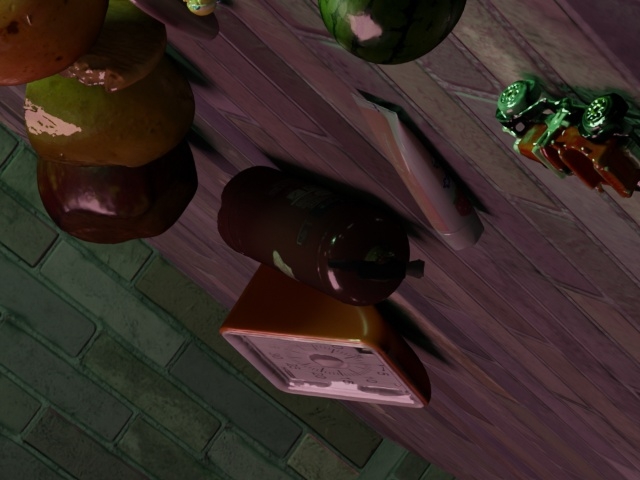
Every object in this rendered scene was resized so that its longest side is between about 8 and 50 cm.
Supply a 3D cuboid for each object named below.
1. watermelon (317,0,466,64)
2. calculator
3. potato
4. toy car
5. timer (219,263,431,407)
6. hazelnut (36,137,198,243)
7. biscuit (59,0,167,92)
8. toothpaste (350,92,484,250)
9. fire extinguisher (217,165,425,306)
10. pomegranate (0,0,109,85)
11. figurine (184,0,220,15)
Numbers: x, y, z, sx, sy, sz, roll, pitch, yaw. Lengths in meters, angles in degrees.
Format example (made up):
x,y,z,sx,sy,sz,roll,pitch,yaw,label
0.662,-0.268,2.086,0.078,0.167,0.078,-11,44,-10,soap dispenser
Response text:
x,y,z,sx,sy,sz,roll,pitch,yaw,label
0.048,-0.162,1.174,0.109,0.109,0.109,35,171,6,watermelon
-0.150,-0.230,1.664,0.166,0.024,0.103,29,-154,-46,calculator
-0.220,-0.154,2.081,0.158,0.178,0.203,16,151,18,potato
0.178,-0.069,1.294,0.073,0.054,0.143,42,169,-29,toy car
0.027,0.149,2.729,0.250,0.161,0.257,21,164,30,timer
-0.260,-0.104,2.434,0.218,0.218,0.234,38,152,-11,hazelnut
-0.242,-0.215,1.898,0.224,0.144,0.033,26,131,28,biscuit
0.092,-0.064,1.719,0.067,0.043,0.194,31,164,48,toothpaste
0.000,0.000,2.121,0.135,0.114,0.337,2,-168,-34,fire extinguisher
-0.295,-0.240,1.768,0.191,0.191,0.191,35,171,6,pomegranate
-0.110,-0.225,1.604,0.083,0.050,0.047,34,177,12,figurine
